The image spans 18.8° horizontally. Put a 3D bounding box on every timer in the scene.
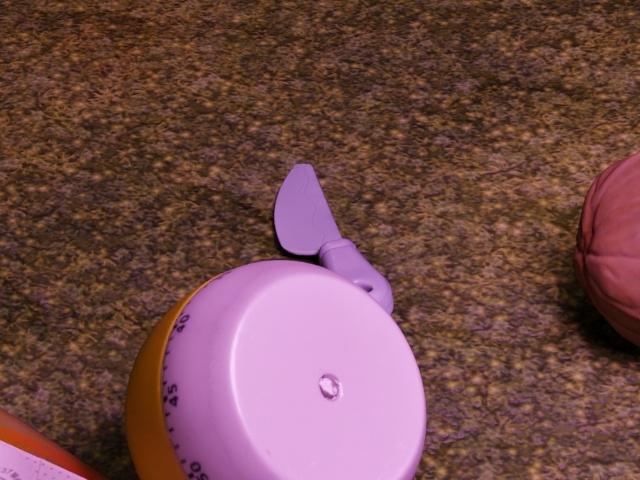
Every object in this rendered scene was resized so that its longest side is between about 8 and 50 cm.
[{"bbox_3d":[-0.067,0.165,1.735,0.285,0.285,0.285,-1,36,0],"label":"timer"}]

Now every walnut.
[{"bbox_3d":[0.383,0.005,1.936,0.261,0.225,0.225,-6,36,-16],"label":"walnut"}]

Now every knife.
[{"bbox_3d":[-0.002,0.001,2.098,0.080,0.044,0.331,-17,33,-9],"label":"knife"}]

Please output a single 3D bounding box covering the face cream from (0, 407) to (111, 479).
[{"bbox_3d":[-0.266,0.234,1.752,0.285,0.067,0.139,27,38,32],"label":"face cream"}]

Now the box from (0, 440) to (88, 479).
[{"bbox_3d":[-0.146,0.314,1.525,0.330,0.210,0.095,21,41,26],"label":"box"}]
